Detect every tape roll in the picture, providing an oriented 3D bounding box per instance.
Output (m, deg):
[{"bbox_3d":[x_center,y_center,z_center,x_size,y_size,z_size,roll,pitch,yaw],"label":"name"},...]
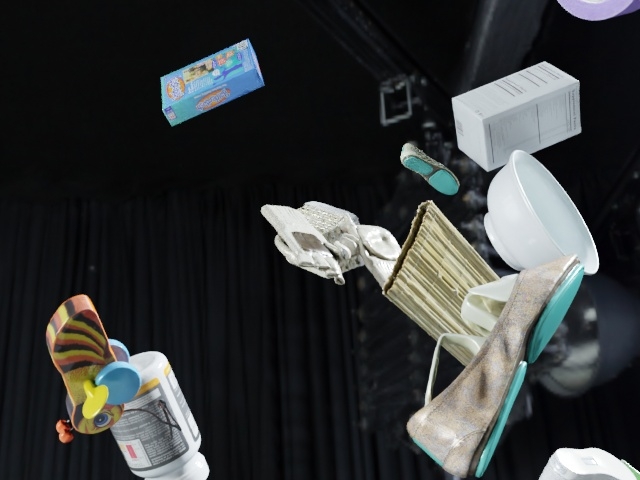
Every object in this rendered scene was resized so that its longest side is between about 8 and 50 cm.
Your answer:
[{"bbox_3d":[0.493,-0.479,1.490,0.080,0.189,0.189,-22,-11,-39],"label":"tape roll"}]

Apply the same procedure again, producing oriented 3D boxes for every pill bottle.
[{"bbox_3d":[-0.342,0.382,1.775,0.162,0.278,0.162,-19,14,5],"label":"pill bottle"}]

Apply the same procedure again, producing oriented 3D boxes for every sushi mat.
[{"bbox_3d":[0.198,0.077,1.314,0.019,0.151,0.316,16,-17,39],"label":"sushi mat"}]

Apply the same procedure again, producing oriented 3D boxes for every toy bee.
[{"bbox_3d":[-0.356,0.241,1.356,0.162,0.298,0.195,-33,12,-12],"label":"toy bee"}]

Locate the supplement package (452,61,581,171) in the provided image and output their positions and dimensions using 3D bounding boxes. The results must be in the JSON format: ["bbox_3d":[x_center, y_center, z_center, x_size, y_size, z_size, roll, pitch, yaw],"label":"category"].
[{"bbox_3d":[0.437,-0.278,1.925,0.244,0.134,0.139,-22,-53,-11],"label":"supplement package"}]

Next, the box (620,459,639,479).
[{"bbox_3d":[0.663,0.635,1.734,0.232,0.322,0.058,-42,-28,-14],"label":"box"}]

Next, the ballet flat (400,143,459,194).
[{"bbox_3d":[0.240,-0.159,1.870,0.168,0.052,0.057,32,-50,-32],"label":"ballet flat"}]

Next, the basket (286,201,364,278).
[{"bbox_3d":[0.000,0.000,1.773,0.103,0.113,0.167,-28,28,-27],"label":"basket"}]

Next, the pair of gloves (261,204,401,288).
[{"bbox_3d":[0.038,0.008,1.399,0.240,0.204,0.042,11,-62,-27],"label":"pair of gloves"}]

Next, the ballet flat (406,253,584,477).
[{"bbox_3d":[0.191,0.110,0.950,0.106,0.316,0.107,24,-39,21],"label":"ballet flat"}]

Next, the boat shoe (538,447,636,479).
[{"bbox_3d":[0.383,0.344,1.242,0.184,0.066,0.063,12,-59,-42],"label":"boat shoe"}]

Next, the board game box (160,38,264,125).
[{"bbox_3d":[-0.230,-0.333,1.814,0.210,0.160,0.047,-22,-53,5],"label":"board game box"}]

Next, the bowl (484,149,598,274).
[{"bbox_3d":[0.436,-0.029,1.795,0.134,0.297,0.298,-36,-41,29],"label":"bowl"}]
